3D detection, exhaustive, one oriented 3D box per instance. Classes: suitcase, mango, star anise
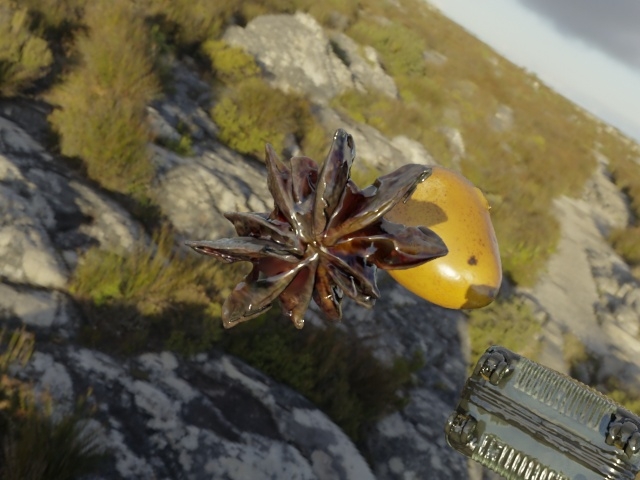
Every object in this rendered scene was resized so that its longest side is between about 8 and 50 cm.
[{"bbox_3d":[0.266,0.218,0.934,0.202,0.128,0.312,26,-3,25],"label":"suitcase"},{"bbox_3d":[0.186,-0.002,1.365,0.191,0.160,0.290,-18,54,-16],"label":"mango"},{"bbox_3d":[-0.001,-0.004,0.885,0.212,0.283,0.129,45,23,-13],"label":"star anise"}]
